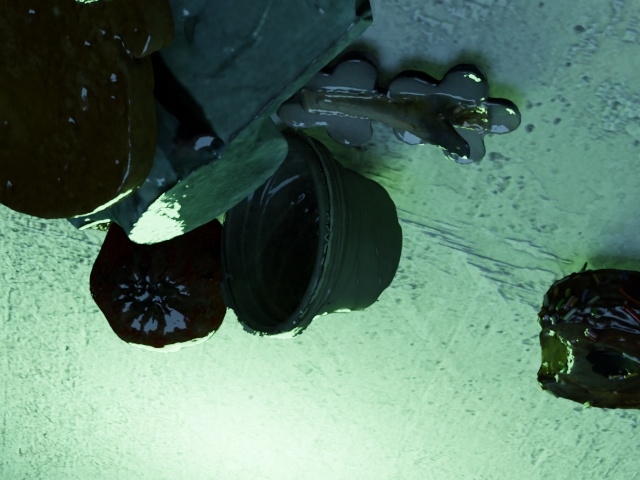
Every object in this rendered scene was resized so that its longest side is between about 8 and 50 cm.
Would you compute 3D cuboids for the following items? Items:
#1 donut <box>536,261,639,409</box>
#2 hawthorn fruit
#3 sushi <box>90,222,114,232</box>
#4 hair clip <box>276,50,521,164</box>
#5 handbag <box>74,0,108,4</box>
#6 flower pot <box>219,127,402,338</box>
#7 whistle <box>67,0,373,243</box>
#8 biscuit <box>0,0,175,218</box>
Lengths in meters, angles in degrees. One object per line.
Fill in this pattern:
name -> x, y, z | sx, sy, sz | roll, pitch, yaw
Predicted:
donut -> 0.351, 0.110, 2.065 | 0.216, 0.096, 0.230 | -1, 144, 19
hawthorn fruit -> -0.180, 0.040, 2.113 | 0.181, 0.181, 0.235 | 13, -175, 4
sushi -> -0.254, -0.047, 2.116 | 0.055, 0.052, 0.120 | 4, 147, -16
hair clip -> 0.077, -0.135, 1.838 | 0.257, 0.075, 0.146 | 13, 151, 15
handbag -> -0.109, -0.364, 1.391 | 0.240, 0.247, 0.340 | -6, 138, 8
flower pot -> 0.000, 0.000, 1.962 | 0.141, 0.235, 0.235 | 9, 154, -31
whistle -> -0.122, -0.149, 1.742 | 0.168, 0.188, 0.405 | 58, 141, 13
biscuit -> -0.260, -0.203, 1.690 | 0.314, 0.063, 0.367 | -7, 100, 37
